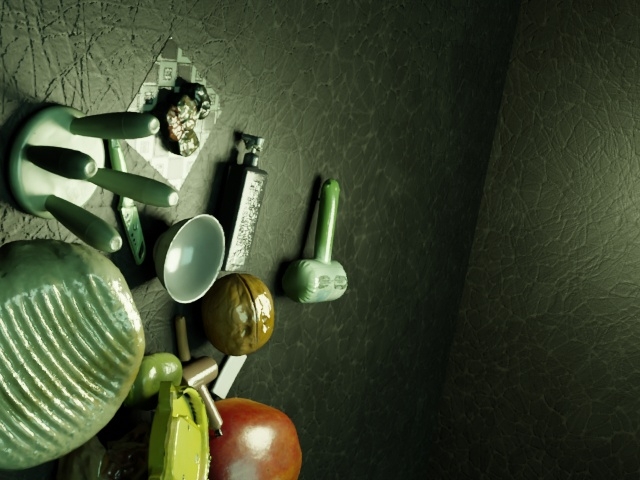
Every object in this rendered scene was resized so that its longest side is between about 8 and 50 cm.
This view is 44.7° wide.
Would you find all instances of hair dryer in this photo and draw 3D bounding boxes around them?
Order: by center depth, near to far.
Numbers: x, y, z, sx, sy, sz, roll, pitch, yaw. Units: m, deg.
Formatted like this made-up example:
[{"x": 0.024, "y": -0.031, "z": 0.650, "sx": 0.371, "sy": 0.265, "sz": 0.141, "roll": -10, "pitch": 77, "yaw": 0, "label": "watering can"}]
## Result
[{"x": -0.263, "y": 0.362, "z": 1.773, "sx": 0.117, "sy": 0.064, "sz": 0.181, "roll": -24, "pitch": 91, "yaw": -55, "label": "hair dryer"}]

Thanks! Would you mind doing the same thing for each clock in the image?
[{"x": -0.302, "y": 0.439, "z": 1.608, "sx": 0.293, "sy": 0.071, "sz": 0.277, "roll": 72, "pitch": 18, "yaw": -56, "label": "clock"}]

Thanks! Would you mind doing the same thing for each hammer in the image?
[{"x": 0.000, "y": 0.000, "z": 2.084, "sx": 0.206, "sy": 0.119, "sz": 0.335, "roll": 3, "pitch": 95, "yaw": -61, "label": "hammer"}]

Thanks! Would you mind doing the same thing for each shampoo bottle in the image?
[{"x": -0.177, "y": -0.084, "z": 1.756, "sx": 0.098, "sy": 0.071, "sz": 0.309, "roll": 7, "pitch": 99, "yaw": -60, "label": "shampoo bottle"}]

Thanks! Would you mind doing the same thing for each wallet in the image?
[{"x": -0.229, "y": 0.328, "z": 1.924, "sx": 0.122, "sy": 0.025, "sz": 0.061, "roll": -62, "pitch": 151, "yaw": -19, "label": "wallet"}]

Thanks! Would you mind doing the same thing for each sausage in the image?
[{"x": -0.307, "y": 0.216, "z": 1.731, "sx": 0.026, "sy": 0.026, "sz": 0.116, "roll": -36, "pitch": 134, "yaw": -48, "label": "sausage"}]

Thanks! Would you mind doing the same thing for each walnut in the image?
[{"x": -0.412, "y": 0.483, "z": 1.574, "sx": 0.238, "sy": 0.141, "sz": 0.204, "roll": 6, "pitch": 104, "yaw": -58, "label": "walnut"}, {"x": -0.188, "y": 0.168, "z": 1.778, "sx": 0.167, "sy": 0.167, "sz": 0.207, "roll": -35, "pitch": 133, "yaw": -49, "label": "walnut"}]

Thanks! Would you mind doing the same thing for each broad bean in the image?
[{"x": -0.354, "y": 0.296, "z": 1.630, "sx": 0.174, "sy": 0.082, "sz": 0.124, "roll": 22, "pitch": 83, "yaw": -60, "label": "broad bean"}]

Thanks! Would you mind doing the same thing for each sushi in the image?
[{"x": -0.271, "y": -0.240, "z": 1.538, "sx": 0.219, "sy": 0.047, "sz": 0.231, "roll": -65, "pitch": 150, "yaw": -16, "label": "sushi"}]

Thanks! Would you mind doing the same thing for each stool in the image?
[{"x": -0.374, "y": -0.108, "z": 1.274, "sx": 0.195, "sy": 0.199, "sz": 0.195, "roll": -44, "pitch": 140, "yaw": -39, "label": "stool"}]

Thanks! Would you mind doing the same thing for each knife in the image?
[{"x": -0.370, "y": -0.075, "z": 1.479, "sx": 0.043, "sy": 0.020, "sz": 0.293, "roll": -47, "pitch": 142, "yaw": -43, "label": "knife"}]

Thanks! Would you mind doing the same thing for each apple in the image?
[{"x": -0.215, "y": 0.562, "z": 1.921, "sx": 0.365, "sy": 0.295, "sz": 0.329, "roll": -12, "pitch": 154, "yaw": -45, "label": "apple"}]

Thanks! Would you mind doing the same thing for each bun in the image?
[{"x": -0.462, "y": 0.166, "z": 1.210, "sx": 0.365, "sy": 0.219, "sz": 0.365, "roll": -16, "pitch": 116, "yaw": -35, "label": "bun"}]

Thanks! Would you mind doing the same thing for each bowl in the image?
[{"x": -0.287, "y": 0.027, "z": 1.608, "sx": 0.189, "sy": 0.086, "sz": 0.189, "roll": -38, "pitch": 137, "yaw": -47, "label": "bowl"}]
